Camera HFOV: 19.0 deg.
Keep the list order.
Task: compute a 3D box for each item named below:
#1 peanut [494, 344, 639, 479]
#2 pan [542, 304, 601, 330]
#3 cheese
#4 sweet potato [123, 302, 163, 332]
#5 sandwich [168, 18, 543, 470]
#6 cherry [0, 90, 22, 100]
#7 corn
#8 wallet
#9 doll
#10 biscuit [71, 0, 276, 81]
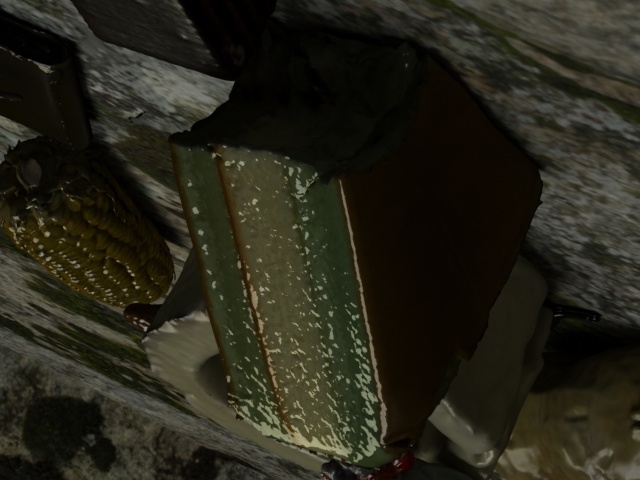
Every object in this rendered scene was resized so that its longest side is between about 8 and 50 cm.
[{"bbox_3d":[0.227,0.149,1.562,0.130,0.130,0.290,30,166,-17],"label":"peanut"},{"bbox_3d":[0.176,0.062,1.541,0.115,0.023,0.068,10,158,48],"label":"pan"},{"bbox_3d":[0.031,0.071,1.489,0.292,0.153,0.332,29,158,-10],"label":"cheese"},{"bbox_3d":[-0.001,0.076,1.728,0.359,0.112,0.112,4,163,5],"label":"sweet potato"},{"bbox_3d":[0.000,0.000,1.201,0.155,0.227,0.198,13,162,40],"label":"sandwich"},{"bbox_3d":[-0.304,-0.185,1.168,0.192,0.175,0.250,9,159,22],"label":"cherry"},{"bbox_3d":[-0.222,-0.010,1.799,0.115,0.115,0.318,20,165,20],"label":"corn"},{"bbox_3d":[-0.241,-0.132,1.541,0.110,0.031,0.198,25,165,5],"label":"wallet"},{"bbox_3d":[0.061,0.187,1.426,0.180,0.094,0.079,46,-162,-29],"label":"doll"},{"bbox_3d":[-0.108,-0.179,1.065,0.106,0.070,0.252,19,165,20],"label":"biscuit"}]
